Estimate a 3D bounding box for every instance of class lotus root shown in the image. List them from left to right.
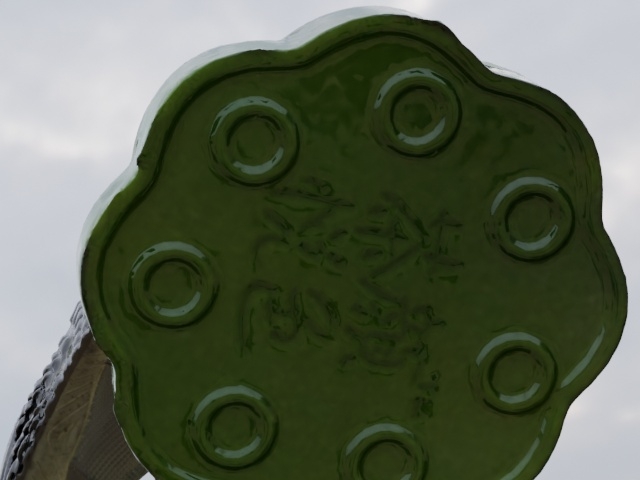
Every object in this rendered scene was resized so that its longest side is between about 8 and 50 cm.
[{"bbox_3d":[0.000,0.000,0.622,0.186,0.186,0.186,-11,-25,-5],"label":"lotus root"}]

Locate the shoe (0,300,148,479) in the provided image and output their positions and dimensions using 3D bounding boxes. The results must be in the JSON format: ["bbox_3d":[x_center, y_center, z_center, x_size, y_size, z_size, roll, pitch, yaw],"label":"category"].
[{"bbox_3d":[-0.094,0.068,0.855,0.077,0.074,0.194,23,-65,-15],"label":"shoe"}]
